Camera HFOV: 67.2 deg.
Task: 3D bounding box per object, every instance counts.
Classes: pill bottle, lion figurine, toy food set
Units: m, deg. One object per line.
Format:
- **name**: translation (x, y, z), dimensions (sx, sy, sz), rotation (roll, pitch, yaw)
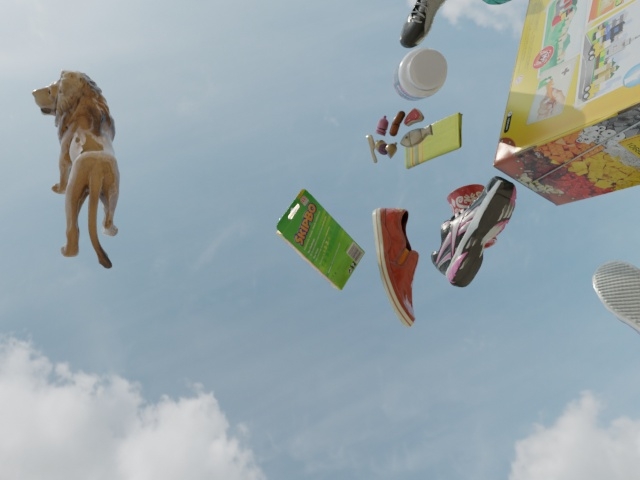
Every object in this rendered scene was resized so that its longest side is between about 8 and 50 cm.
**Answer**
- **pill bottle**: translation (0.225, -0.374, 1.085), dimensions (0.108, 0.180, 0.108), rotation (0, -78, 2)
- **lion figurine**: translation (-0.444, -0.151, 0.925), dimensions (0.142, 0.392, 0.240), rotation (-4, -50, -41)
- **toy food set**: translation (0.126, -0.183, 0.809), dimensions (0.019, 0.122, 0.078), rotation (7, -116, -46)

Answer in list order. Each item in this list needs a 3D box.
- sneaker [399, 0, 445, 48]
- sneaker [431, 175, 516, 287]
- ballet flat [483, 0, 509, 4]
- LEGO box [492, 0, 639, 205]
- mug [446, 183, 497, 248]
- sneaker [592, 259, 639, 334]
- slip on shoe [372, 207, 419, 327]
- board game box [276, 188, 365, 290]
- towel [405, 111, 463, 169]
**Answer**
- **sneaker**: translation (0.265, -0.638, 1.272), dimensions (0.229, 0.086, 0.132), rotation (-58, -31, 3)
- **sneaker**: translation (0.224, -0.023, 0.740), dimensions (0.072, 0.077, 0.178), rotation (21, -78, -43)
- **ballet flat**: translation (0.355, -0.432, 0.717), dimensions (0.247, 0.087, 0.083), rotation (-31, -74, -3)
- **LEGO box**: translation (0.566, -0.360, 0.891), dimensions (0.193, 0.372, 0.500), rotation (25, -108, -20)
- **mug**: translation (0.460, -0.066, 1.392), dimensions (0.150, 0.113, 0.169), rotation (-9, -113, 1)
- **sneaker**: translation (0.699, 0.169, 1.017), dimensions (0.102, 0.282, 0.161), rotation (-42, -57, 19)
- **slip on shoe**: translation (0.209, 0.061, 1.255), dimensions (0.123, 0.101, 0.331), rotation (42, -142, -62)
- **board game box**: translation (0.000, 0.000, 1.180), dimensions (0.259, 0.039, 0.124), rotation (46, -112, -34)
- **towel**: translation (0.318, -0.278, 1.370), dimensions (0.021, 0.237, 0.102), rotation (4, -97, -26)
